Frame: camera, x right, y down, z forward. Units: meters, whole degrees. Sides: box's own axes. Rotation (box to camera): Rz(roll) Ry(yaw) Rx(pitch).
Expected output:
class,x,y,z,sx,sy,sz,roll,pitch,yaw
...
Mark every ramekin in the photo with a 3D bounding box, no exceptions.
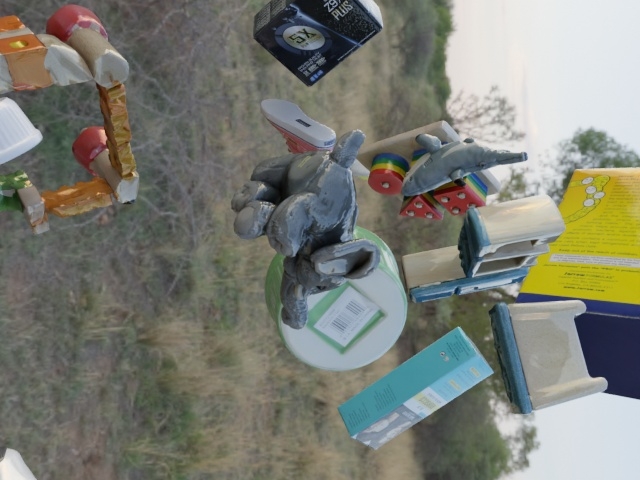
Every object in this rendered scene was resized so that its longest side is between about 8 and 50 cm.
class,x,y,z,sx,sy,sz,roll,pitch,yaw
ramekin,-0.849,-0.257,1.536,0.273,0.273,0.127,-74,149,-61
ramekin,0.037,0.128,1.315,0.148,0.304,0.303,-112,-169,-66

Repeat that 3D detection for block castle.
class,x,y,z,sx,sy,sz,roll,pitch,yaw
block castle,-0.512,-0.160,0.909,0.213,0.453,0.303,44,-36,36

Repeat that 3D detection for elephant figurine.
class,x,y,z,sx,sy,sz,roll,pitch,yaw
elephant figurine,0.000,0.000,0.842,0.239,0.186,0.169,53,49,-39

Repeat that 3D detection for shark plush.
class,x,y,z,sx,sy,sz,roll,pitch,yaw
shark plush,0.179,-0.085,0.768,0.067,0.161,0.073,-61,140,-31

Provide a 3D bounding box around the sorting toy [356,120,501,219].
class,x,y,z,sx,sy,sz,roll,pitch,yaw
sorting toy,0.247,-0.140,1.471,0.257,0.256,0.089,37,57,-35

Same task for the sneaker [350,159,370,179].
class,x,y,z,sx,sy,sz,roll,pitch,yaw
sneaker,0.190,-0.198,1.738,0.126,0.240,0.091,93,-5,-75

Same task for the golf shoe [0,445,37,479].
class,x,y,z,sx,sy,sz,roll,pitch,yaw
golf shoe,-0.203,0.240,0.498,0.198,0.094,0.077,48,-37,25

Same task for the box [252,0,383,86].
class,x,y,z,sx,sy,sz,roll,pitch,yaw
box,-0.005,-0.386,1.096,0.147,0.180,0.077,36,36,-36

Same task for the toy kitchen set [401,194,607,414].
class,x,y,z,sx,sy,sz,roll,pitch,yaw
toy kitchen set,0.146,0.069,0.555,0.207,0.122,0.166,58,22,-73

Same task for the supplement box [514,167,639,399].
class,x,y,z,sx,sy,sz,roll,pitch,yaw
supplement box,0.490,0.057,1.037,0.356,0.195,0.194,-52,130,-35

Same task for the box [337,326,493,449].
class,x,y,z,sx,sy,sz,roll,pitch,yaw
box,0.157,0.248,1.025,0.100,0.244,0.060,44,13,-49

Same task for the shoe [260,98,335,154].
class,x,y,z,sx,sy,sz,roll,pitch,yaw
shoe,-0.045,-0.182,1.094,0.064,0.178,0.081,-27,140,-35
